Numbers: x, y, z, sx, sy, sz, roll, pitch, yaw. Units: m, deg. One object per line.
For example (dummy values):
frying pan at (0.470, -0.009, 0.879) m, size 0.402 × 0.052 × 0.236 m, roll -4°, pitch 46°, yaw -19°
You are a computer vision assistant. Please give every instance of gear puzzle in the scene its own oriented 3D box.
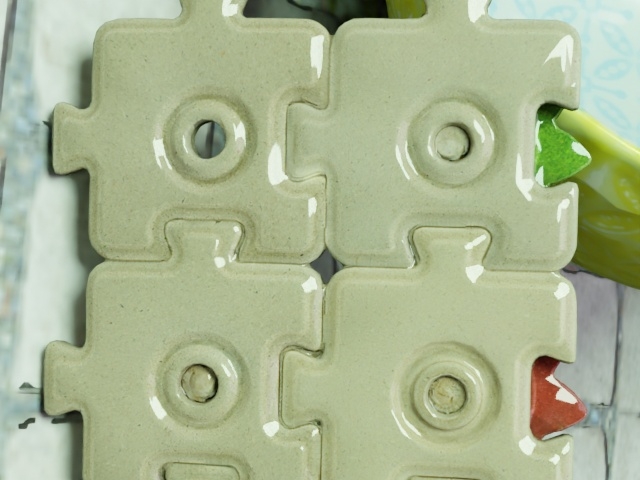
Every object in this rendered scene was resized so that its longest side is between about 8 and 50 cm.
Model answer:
gear puzzle at (0.000, 0.000, 0.440) m, size 0.044 × 0.175 × 0.339 m, roll 0°, pitch 91°, yaw -82°

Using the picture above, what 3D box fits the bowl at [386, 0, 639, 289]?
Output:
bowl at (0.147, -0.073, 0.575) m, size 0.289 × 0.289 × 0.156 m, roll -47°, pitch 167°, yaw -39°
